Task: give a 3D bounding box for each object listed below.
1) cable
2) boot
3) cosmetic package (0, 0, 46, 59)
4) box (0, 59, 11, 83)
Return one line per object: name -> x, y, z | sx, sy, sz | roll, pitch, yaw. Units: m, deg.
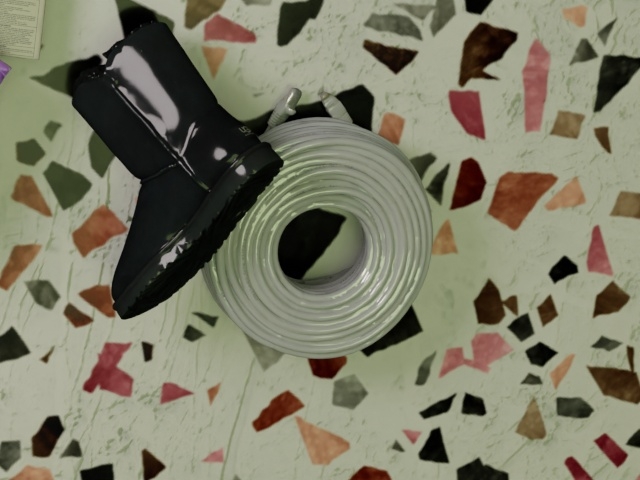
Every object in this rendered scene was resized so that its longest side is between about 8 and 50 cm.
cable -> 0.000, 0.000, 1.518 | 0.257, 0.089, 0.257 | 39, 93, -22
boot -> -0.177, -0.071, 1.426 | 0.207, 0.094, 0.246 | 47, 113, 14
cosmetic package -> -0.298, -0.238, 1.392 | 0.060, 0.041, 0.115 | 7, 104, -16
box -> -0.462, -0.158, 1.302 | 0.293, 0.057, 0.201 | 34, 86, -21
